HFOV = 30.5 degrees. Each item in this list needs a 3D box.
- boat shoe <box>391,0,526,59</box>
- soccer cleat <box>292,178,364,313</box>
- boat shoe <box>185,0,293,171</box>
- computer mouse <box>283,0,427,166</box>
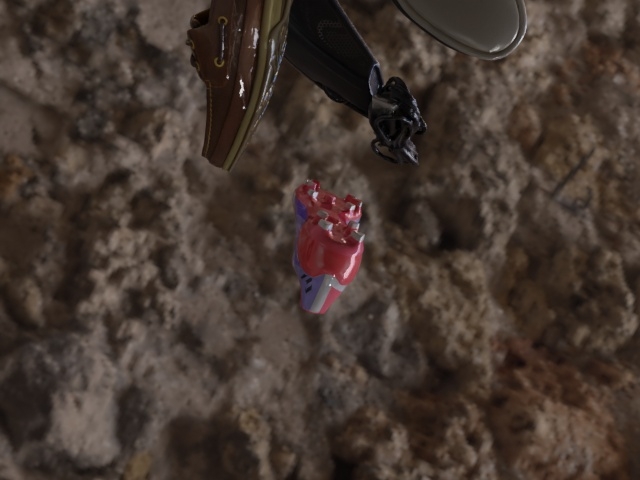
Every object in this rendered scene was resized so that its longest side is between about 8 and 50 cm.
[{"bbox_3d":[0.071,-0.309,1.161,0.112,0.335,0.095,-49,-175,13],"label":"boat shoe"},{"bbox_3d":[0.000,0.000,1.269,0.248,0.083,0.095,-103,-144,-74],"label":"soccer cleat"},{"bbox_3d":[-0.053,-0.126,0.735,0.064,0.060,0.178,-73,180,-56],"label":"boat shoe"},{"bbox_3d":[0.002,-0.188,1.169,0.072,0.272,0.188,-33,168,-2],"label":"computer mouse"}]
